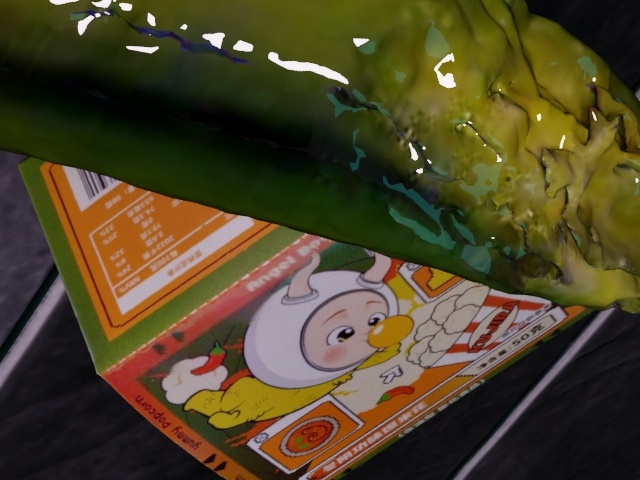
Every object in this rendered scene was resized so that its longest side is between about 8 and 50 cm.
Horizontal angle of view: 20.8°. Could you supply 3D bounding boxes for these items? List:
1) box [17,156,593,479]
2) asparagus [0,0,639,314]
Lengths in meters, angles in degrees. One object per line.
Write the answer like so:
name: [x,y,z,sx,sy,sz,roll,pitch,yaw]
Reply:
box: [0.000,0.000,0.817,0.195,0.148,0.177,-34,140,8]
asparagus: [-0.022,-0.062,0.645,0.382,0.108,0.128,16,130,0]
